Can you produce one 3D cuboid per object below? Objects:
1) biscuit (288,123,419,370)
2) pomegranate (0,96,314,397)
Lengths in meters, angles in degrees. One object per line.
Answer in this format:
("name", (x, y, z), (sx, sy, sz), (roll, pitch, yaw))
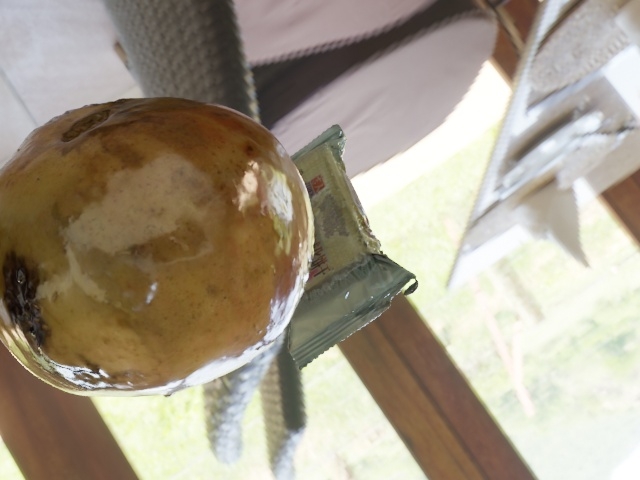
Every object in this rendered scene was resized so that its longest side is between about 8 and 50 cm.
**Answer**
("biscuit", (0.004, -0.002, 1.368), (0.186, 0.309, 0.079), (-32, 137, 14))
("pomegranate", (-0.164, 0.007, 0.974), (0.322, 0.322, 0.322), (-32, 166, -9))
